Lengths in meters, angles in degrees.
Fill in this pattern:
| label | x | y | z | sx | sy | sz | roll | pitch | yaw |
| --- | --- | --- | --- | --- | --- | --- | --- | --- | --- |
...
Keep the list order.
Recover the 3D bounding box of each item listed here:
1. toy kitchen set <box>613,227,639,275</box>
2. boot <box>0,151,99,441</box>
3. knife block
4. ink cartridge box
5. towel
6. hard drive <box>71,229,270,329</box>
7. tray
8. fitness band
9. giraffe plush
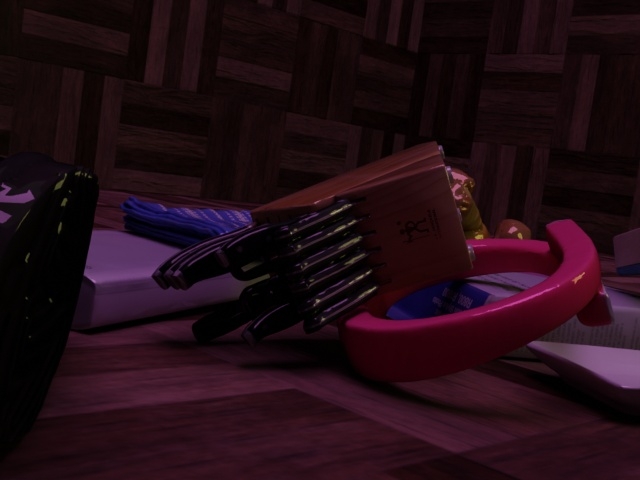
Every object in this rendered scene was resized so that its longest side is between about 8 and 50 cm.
| label | x | y | z | sx | sy | sz | roll | pitch | yaw |
| --- | --- | --- | --- | --- | --- | --- | --- | --- | --- |
| toy kitchen set | 0.419 | 0.065 | 0.854 | 0.207 | 0.166 | 0.122 | -4 | -6 | 3 |
| boot | -0.260 | 0.007 | 0.448 | 0.260 | 0.131 | 0.348 | 14 | -7 | -13 |
| knife block | 0.000 | 0.000 | 0.728 | 0.242 | 0.088 | 0.275 | -15 | 11 | 9 |
| ink cartridge box | 0.180 | 0.063 | 0.944 | 0.330 | 0.071 | 0.324 | 8 | 5 | -16 |
| towel | -0.040 | -0.017 | 1.027 | 0.336 | 0.040 | 0.243 | 0 | 8 | -38 |
| hard drive | -0.207 | 0.027 | 0.852 | 0.233 | 0.047 | 0.353 | 10 | 5 | 22 |
| tray | 0.317 | 0.121 | 0.703 | 0.270 | 0.030 | 0.145 | 7 | 6 | -17 |
| fitness band | 0.120 | 0.040 | 0.706 | 0.209 | 0.054 | 0.291 | -12 | 9 | 11 |
| giraffe plush | 0.237 | 0.015 | 1.276 | 0.170 | 0.181 | 0.210 | 19 | -29 | 7 |
